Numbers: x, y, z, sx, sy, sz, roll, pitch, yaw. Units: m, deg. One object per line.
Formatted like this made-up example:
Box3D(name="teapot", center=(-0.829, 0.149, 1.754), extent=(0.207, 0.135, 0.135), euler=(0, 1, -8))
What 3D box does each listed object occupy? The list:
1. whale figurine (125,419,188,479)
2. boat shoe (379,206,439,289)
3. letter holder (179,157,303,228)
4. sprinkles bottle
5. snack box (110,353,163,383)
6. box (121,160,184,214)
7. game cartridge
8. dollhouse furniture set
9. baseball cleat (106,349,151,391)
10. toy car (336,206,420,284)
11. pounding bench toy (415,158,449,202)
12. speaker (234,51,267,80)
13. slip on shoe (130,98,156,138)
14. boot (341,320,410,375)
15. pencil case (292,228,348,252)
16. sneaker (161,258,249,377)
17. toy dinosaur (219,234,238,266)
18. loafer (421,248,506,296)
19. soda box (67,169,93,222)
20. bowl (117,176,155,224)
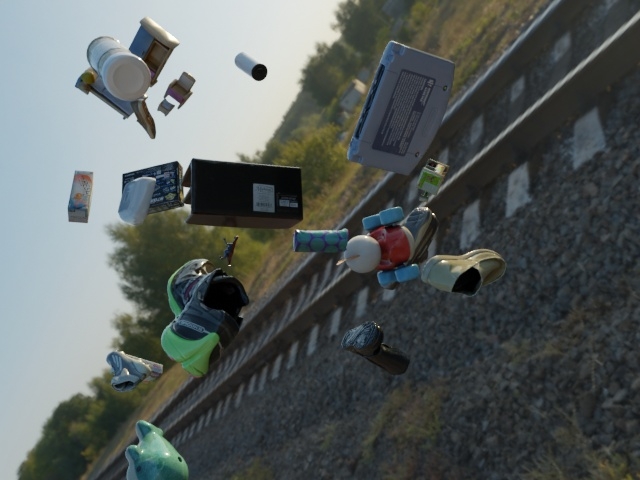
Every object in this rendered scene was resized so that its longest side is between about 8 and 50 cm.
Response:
Box3D(name="whale figurine", center=(-0.472, 0.639, 1.753), extent=(0.141, 0.216, 0.272), euler=(-36, 38, 7))
Box3D(name="boat shoe", center=(0.361, 0.047, 2.332), extent=(0.355, 0.130, 0.132), euler=(-59, 29, 2))
Box3D(name="letter holder", center=(-0.227, -0.110, 1.664), extent=(0.214, 0.302, 0.151), euler=(149, 121, -63))
Box3D(name="sprinkles bottle", center=(-0.581, -0.496, 1.699), extent=(0.121, 0.121, 0.355), euler=(-55, 37, 6))
Box3D(name="snack box", center=(-0.621, 0.437, 2.021), extent=(0.100, 0.141, 0.037), euler=(-37, 41, 36))
Box3D(name="box", center=(-0.603, -0.182, 2.146), extent=(0.051, 0.221, 0.175), euler=(67, -168, -61))
Box3D(name="game cartridge", center=(0.200, -0.308, 1.438), extent=(0.060, 0.196, 0.294), euler=(-116, 43, -59))
Box3D(name="dollhouse furniture set", center=(-0.584, -0.531, 1.952), extent=(0.198, 0.286, 0.303), euler=(-42, 16, 41))
Box3D(name="baseball cleat", center=(-0.584, 0.379, 1.738), extent=(0.206, 0.072, 0.109), euler=(-1, 35, 41))
Box3D(name="toy car", center=(0.142, 0.037, 1.801), extent=(0.238, 0.219, 0.210), euler=(-14, -2, -25))
Box3D(name="pounding bench toy", center=(0.253, -0.135, 1.371), extent=(0.065, 0.052, 0.083), euler=(-52, -17, -52))
Box3D(name="speaker", center=(-0.212, -0.531, 1.822), extent=(0.055, 0.055, 0.136), euler=(-55, 43, 9))
Box3D(name="slip on shoe", center=(-0.541, -0.369, 1.829), extent=(0.135, 0.041, 0.051), euler=(78, -171, -47))
Box3D(name="boot", center=(0.201, 0.349, 1.901), extent=(0.094, 0.207, 0.246), euler=(-67, 13, -22))
Box3D(name="pencil case", center=(0.000, 0.000, 1.650), extent=(0.070, 0.152, 0.064), euler=(-98, 9, -60))
Box3D(name="sneaker", center=(-0.270, 0.164, 1.506), extent=(0.202, 0.185, 0.483), euler=(-37, 24, 3))
Box3D(name="toy dinosaur", center=(-0.257, 0.026, 1.724), extent=(0.082, 0.090, 0.047), euler=(-42, -14, -13))
Box3D(name="loafer", center=(0.360, 0.087, 1.439), extent=(0.092, 0.269, 0.101), euler=(46, 130, 42))
Box3D(name="soda box", center=(-0.744, -0.138, 1.859), extent=(0.063, 0.058, 0.183), euler=(109, 157, -43))
Box3D(name="bowl", center=(-0.538, -0.118, 1.733), extent=(0.142, 0.053, 0.141), euler=(-4, 70, 52))
